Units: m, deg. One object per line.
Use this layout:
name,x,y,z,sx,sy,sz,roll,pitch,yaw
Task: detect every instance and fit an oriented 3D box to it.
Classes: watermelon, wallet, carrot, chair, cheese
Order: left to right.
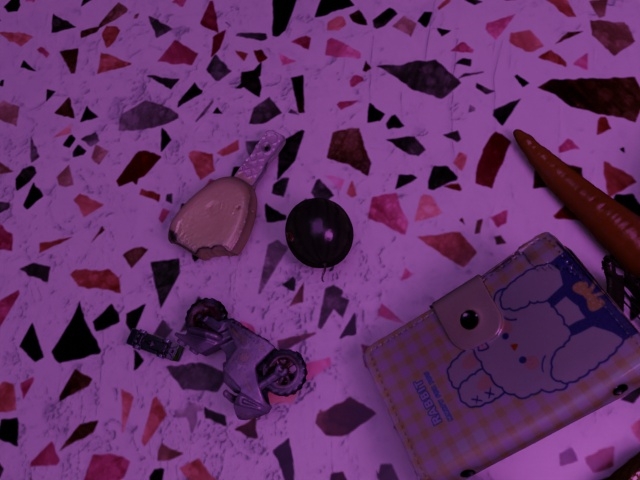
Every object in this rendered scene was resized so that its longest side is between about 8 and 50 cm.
cheese,-0.137,-0.077,0.902,0.127,0.050,0.255,31,78,17
watermelon,0.000,0.000,0.827,0.105,0.105,0.133,-10,69,4
wallet,0.223,0.152,0.687,0.309,0.077,0.223,-37,47,17
carrot,0.404,-0.051,0.816,0.069,0.069,0.336,-37,67,-6
chair,0.409,0.131,0.695,0.149,0.174,0.213,4,67,41

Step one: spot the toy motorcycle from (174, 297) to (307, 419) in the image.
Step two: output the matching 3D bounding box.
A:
toy motorcycle,-0.126,0.177,0.801,0.215,0.080,0.122,29,75,21

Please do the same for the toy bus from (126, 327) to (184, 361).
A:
toy bus,-0.255,0.162,0.842,0.083,0.037,0.031,16,75,14

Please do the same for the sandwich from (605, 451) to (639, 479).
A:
sandwich,0.426,0.386,0.657,0.186,0.065,0.215,-33,69,-4
